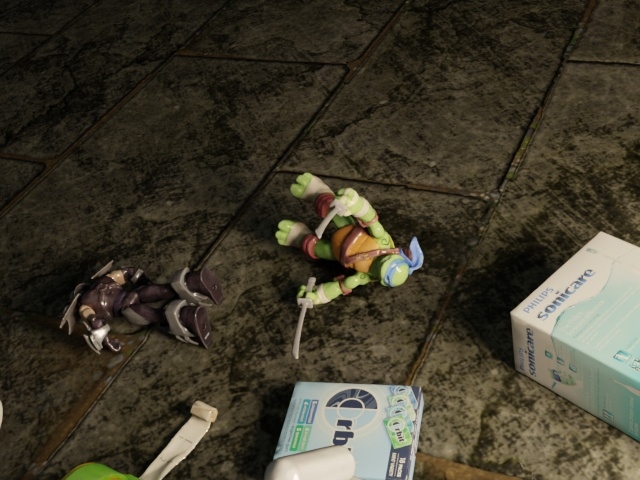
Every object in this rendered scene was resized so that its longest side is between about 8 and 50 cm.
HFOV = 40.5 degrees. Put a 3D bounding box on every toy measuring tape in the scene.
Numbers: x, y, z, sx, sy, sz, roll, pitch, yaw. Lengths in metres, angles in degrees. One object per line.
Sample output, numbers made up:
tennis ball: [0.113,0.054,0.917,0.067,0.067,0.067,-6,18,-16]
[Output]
toy measuring tape: [-0.263,0.313,1.166,0.121,0.121,0.330,16,47,32]

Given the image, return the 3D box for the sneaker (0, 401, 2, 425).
sneaker: [-0.593,0.313,1.262,0.110,0.118,0.292,17,46,35]

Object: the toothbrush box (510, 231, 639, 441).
toothbrush box: [0.438,0.139,1.163,0.216,0.126,0.296,-37,45,-26]

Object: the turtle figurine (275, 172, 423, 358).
turtle figurine: [0.000,0.000,1.410,0.275,0.197,0.266,-25,36,-20]

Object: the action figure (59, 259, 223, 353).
action figure: [-0.309,0.109,1.452,0.285,0.099,0.185,1,47,23]

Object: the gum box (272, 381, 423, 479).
gum box: [0.040,0.268,1.190,0.185,0.041,0.157,-1,40,16]

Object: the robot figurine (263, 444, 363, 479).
robot figurine: [-0.034,0.360,0.898,0.200,0.299,0.353,11,5,32]
